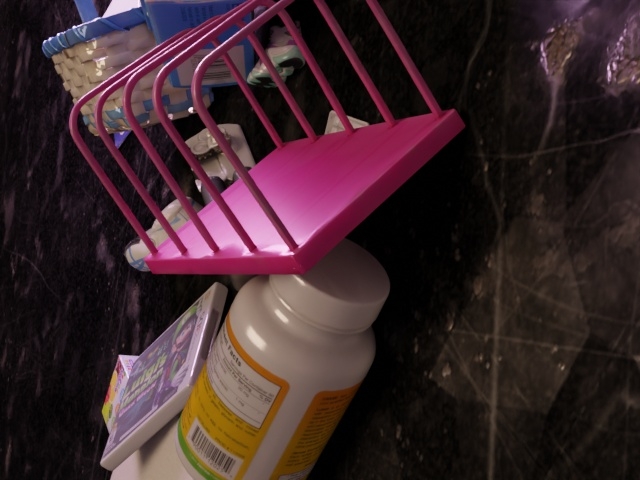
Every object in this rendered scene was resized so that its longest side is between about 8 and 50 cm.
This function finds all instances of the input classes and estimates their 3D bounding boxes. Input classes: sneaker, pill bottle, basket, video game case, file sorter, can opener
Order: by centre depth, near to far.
[{"bbox_3d":[-0.067,-0.102,0.967,0.291,0.202,0.182,-3,125,58],"label":"file sorter"},{"bbox_3d":[-0.032,0.115,1.001,0.245,0.136,0.136,-63,33,31],"label":"pill bottle"},{"bbox_3d":[-0.048,-0.216,1.234,0.098,0.038,0.069,-21,63,49],"label":"sneaker"},{"bbox_3d":[-0.094,-0.041,1.254,0.280,0.074,0.093,-115,8,-49],"label":"can opener"},{"bbox_3d":[-0.184,0.159,1.291,0.190,0.022,0.173,-43,22,33],"label":"video game case"},{"bbox_3d":[-0.188,0.011,1.394,0.086,0.085,0.237,54,157,-2],"label":"sneaker"},{"bbox_3d":[-0.265,-0.292,1.449,0.255,0.201,0.288,10,123,62],"label":"basket"}]

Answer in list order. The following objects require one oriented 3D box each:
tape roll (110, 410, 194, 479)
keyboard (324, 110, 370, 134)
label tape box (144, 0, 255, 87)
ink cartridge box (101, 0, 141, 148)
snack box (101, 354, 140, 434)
[{"bbox_3d":[-0.167,0.388,1.255,0.392,0.072,0.391,-25,61,59],"label":"tape roll"},{"bbox_3d":[0.000,0.000,1.104,0.072,0.014,0.255,33,112,60],"label":"keyboard"},{"bbox_3d":[-0.135,-0.376,1.228,0.249,0.115,0.347,96,172,-78],"label":"label tape box"},{"bbox_3d":[-0.306,-0.290,1.725,0.223,0.045,0.223,-40,49,51],"label":"ink cartridge box"},{"bbox_3d":[-0.257,0.235,1.499,0.141,0.037,0.100,53,129,53],"label":"snack box"}]
